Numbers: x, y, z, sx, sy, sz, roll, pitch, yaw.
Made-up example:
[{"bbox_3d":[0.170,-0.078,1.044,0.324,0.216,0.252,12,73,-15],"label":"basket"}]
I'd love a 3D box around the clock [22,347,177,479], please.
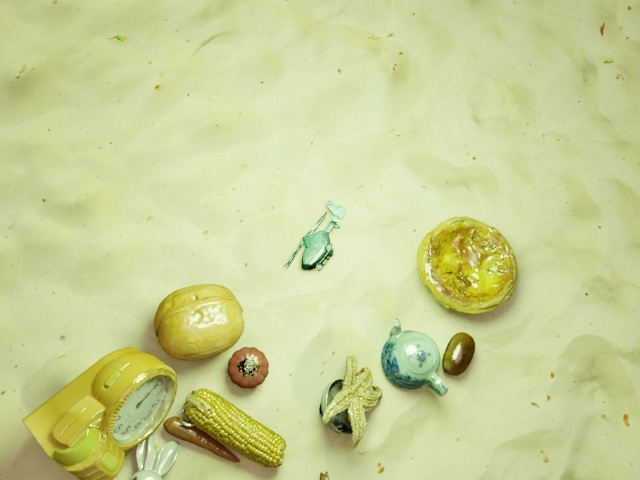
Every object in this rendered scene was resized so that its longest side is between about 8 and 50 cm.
[{"bbox_3d":[-0.492,0.398,1.644,0.200,0.244,0.317,32,66,24],"label":"clock"}]

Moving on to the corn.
[{"bbox_3d":[-0.211,0.470,1.738,0.293,0.106,0.106,31,72,0],"label":"corn"}]

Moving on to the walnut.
[{"bbox_3d":[-0.304,0.205,1.756,0.226,0.193,0.193,-11,77,-10],"label":"walnut"}]

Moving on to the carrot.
[{"bbox_3d":[-0.294,0.502,1.749,0.216,0.048,0.048,30,72,-5],"label":"carrot"}]

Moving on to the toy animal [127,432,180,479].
[{"bbox_3d":[-0.413,0.571,1.668,0.104,0.131,0.220,6,71,7],"label":"toy animal"}]

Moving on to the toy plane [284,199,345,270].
[{"bbox_3d":[0.000,0.000,1.928,0.096,0.060,0.235,33,76,15],"label":"toy plane"}]

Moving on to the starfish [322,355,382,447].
[{"bbox_3d":[0.084,0.404,1.767,0.238,0.071,0.216,-12,76,-47],"label":"starfish"}]

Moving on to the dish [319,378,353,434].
[{"bbox_3d":[0.032,0.435,1.803,0.141,0.078,0.141,29,51,-42],"label":"dish"}]

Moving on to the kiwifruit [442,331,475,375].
[{"bbox_3d":[0.375,0.306,1.891,0.075,0.075,0.124,31,68,0],"label":"kiwifruit"}]

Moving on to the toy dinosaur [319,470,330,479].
[{"bbox_3d":[-0.003,0.654,1.746,0.055,0.049,0.154,12,68,-9],"label":"toy dinosaur"}]

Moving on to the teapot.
[{"bbox_3d":[0.249,0.310,1.830,0.159,0.159,0.232,-34,82,-16],"label":"teapot"}]

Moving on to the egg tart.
[{"bbox_3d":[0.403,0.073,1.938,0.290,0.115,0.290,3,72,-10],"label":"egg tart"}]

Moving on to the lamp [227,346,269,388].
[{"bbox_3d":[-0.184,0.325,1.785,0.107,0.092,0.107,2,73,-8],"label":"lamp"}]
